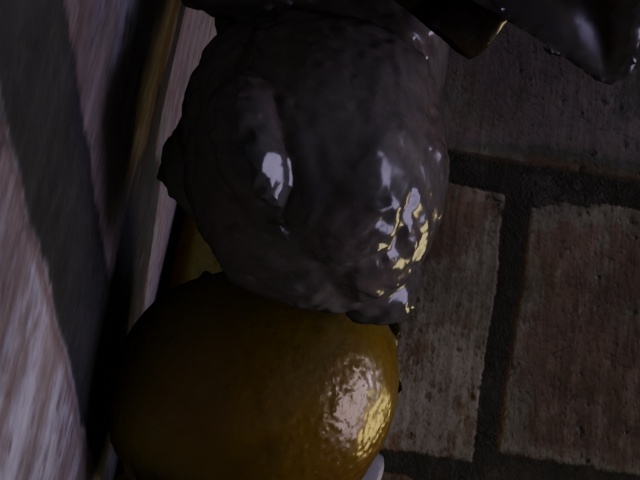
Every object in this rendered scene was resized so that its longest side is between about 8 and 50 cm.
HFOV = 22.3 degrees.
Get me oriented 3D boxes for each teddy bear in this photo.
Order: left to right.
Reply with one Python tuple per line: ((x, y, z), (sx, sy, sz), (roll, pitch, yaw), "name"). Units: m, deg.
((-0.001, -0.086, 0.851), (0.236, 0.151, 0.267), (44, 47, -46), "teddy bear")

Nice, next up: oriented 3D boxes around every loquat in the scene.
((-0.029, 0.080, 0.902), (0.204, 0.149, 0.172), (-44, 166, -14), "loquat")

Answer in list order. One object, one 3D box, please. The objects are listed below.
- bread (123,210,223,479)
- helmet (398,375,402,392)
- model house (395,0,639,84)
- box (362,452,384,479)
((-0.076, 0.085, 1.113), (0.138, 0.077, 0.361), (100, 0, -60), "bread")
((-0.040, 0.126, 1.384), (0.154, 0.198, 0.253), (55, -5, -4), "helmet")
((0.040, -0.280, 0.751), (0.297, 0.317, 0.282), (-56, -152, 18), "model house")
((-0.051, 0.271, 1.364), (0.285, 0.044, 0.142), (-37, -157, 46), "box")
